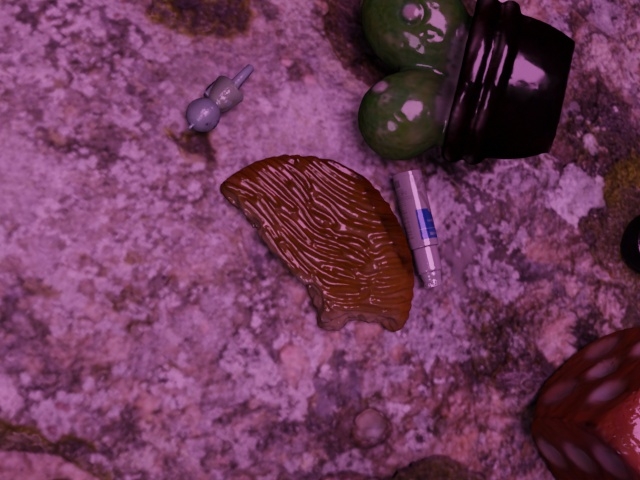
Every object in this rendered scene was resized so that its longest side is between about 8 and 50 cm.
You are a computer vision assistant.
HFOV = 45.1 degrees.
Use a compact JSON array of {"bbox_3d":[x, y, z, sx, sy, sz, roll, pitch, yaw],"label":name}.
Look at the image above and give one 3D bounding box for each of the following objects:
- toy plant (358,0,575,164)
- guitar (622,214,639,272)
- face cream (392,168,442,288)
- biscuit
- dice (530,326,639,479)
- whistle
[{"bbox_3d":[0.144,-0.183,0.831,0.235,0.175,0.218,13,80,8],"label":"toy plant"},{"bbox_3d":[0.491,0.072,0.978,0.271,0.038,0.084,44,69,-8],"label":"guitar"},{"bbox_3d":[0.109,-0.012,0.845,0.034,0.034,0.130,-9,83,-23],"label":"face cream"},{"bbox_3d":[0.000,0.000,0.802,0.228,0.031,0.176,17,72,-18],"label":"biscuit"},{"bbox_3d":[0.349,0.205,0.820,0.179,0.175,0.174,-39,96,-24],"label":"dice"},{"bbox_3d":[-0.102,-0.145,0.788,0.035,0.035,0.100,44,67,-8],"label":"whistle"}]
